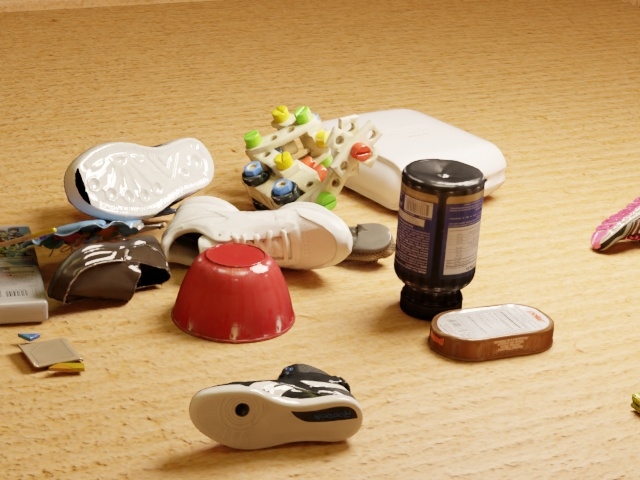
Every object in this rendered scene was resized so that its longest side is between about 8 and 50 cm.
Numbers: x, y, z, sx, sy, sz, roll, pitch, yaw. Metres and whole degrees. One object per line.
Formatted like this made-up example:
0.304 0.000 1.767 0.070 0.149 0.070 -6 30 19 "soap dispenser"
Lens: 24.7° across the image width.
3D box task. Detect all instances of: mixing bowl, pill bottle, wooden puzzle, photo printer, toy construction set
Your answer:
-0.122 0.064 2.101 0.181 0.098 0.181 4 22 -2 "mixing bowl"
0.171 0.000 2.142 0.122 0.219 0.123 4 22 -2 "pill bottle"
-0.361 0.152 1.958 0.078 0.014 0.116 -1 22 -24 "wooden puzzle"
0.163 -0.144 2.646 0.256 0.107 0.307 -12 27 -33 "photo printer"
-0.018 -0.131 2.477 0.215 0.151 0.327 -35 21 -17 "toy construction set"

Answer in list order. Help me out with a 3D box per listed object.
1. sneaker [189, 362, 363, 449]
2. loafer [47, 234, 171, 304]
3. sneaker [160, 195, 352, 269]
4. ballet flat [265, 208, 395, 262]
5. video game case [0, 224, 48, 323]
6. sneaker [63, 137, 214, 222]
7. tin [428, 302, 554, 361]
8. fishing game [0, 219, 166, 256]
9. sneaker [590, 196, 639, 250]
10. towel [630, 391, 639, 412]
-0.065 0.200 1.817 0.217 0.079 0.121 6 17 -17 "sneaker"
-0.298 0.049 2.125 0.078 0.080 0.220 43 38 23 "loafer"
-0.103 0.012 2.245 0.305 0.114 0.152 3 28 20 "sneaker"
0.000 0.000 2.346 0.250 0.058 0.084 5 57 16 "ballet flat"
-0.577 0.053 2.137 0.329 0.036 0.300 -3 23 -15 "video game case"
-0.345 -0.074 2.330 0.236 0.130 0.323 -19 0 36 "sneaker"
0.245 0.129 2.085 0.189 0.040 0.106 -6 28 -23 "tin"
-0.351 0.000 2.180 0.189 0.041 0.264 -13 -4 27 "fishing game"
0.529 -0.019 2.460 0.170 0.075 0.063 -33 11 -25 "sneaker"
0.532 0.215 1.944 0.237 0.021 0.102 -8 30 -29 "towel"
